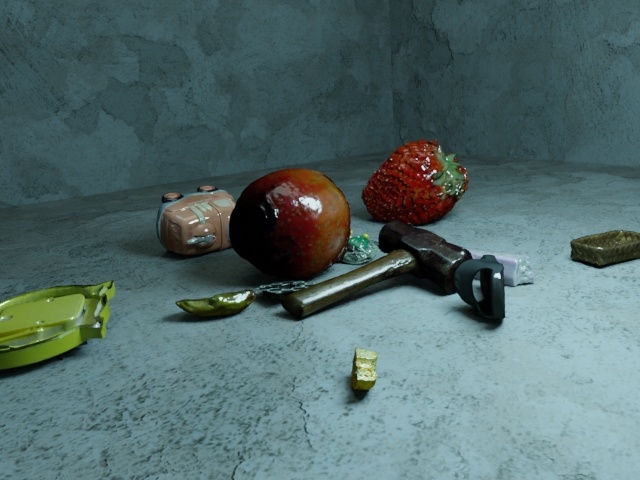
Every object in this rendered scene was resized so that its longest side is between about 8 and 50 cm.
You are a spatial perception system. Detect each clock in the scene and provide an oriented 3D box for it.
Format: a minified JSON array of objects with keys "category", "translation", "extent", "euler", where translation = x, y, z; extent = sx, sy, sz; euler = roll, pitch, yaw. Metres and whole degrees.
[{"category":"clock","translation":[-0.558,0.173,1.050],"extent":[0.293,0.071,0.277],"euler":[-7,20,-7]}]

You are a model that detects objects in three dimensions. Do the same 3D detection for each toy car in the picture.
[{"category":"toy car","translation":[-0.357,-0.048,1.631],"extent":[0.270,0.181,0.212],"euler":[-19,31,-40]}]

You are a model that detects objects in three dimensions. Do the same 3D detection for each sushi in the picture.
[{"category":"sushi","translation":[-0.073,0.116,1.206],"extent":[0.125,0.026,0.120],"euler":[-8,7,-37]}]

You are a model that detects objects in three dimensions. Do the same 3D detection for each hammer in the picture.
[{"category":"hammer","translation":[0.108,0.074,1.162],"extent":[0.408,0.096,0.242],"euler":[-19,31,-26]}]

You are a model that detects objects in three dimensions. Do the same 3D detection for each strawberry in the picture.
[{"category":"strawberry","translation":[0.311,-0.166,1.781],"extent":[0.351,0.268,0.311],"euler":[-29,-29,33]}]

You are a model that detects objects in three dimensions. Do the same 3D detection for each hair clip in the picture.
[{"category":"hair clip","translation":[0.001,-0.002,1.492],"extent":[0.321,0.091,0.138],"euler":[3,20,28]}]

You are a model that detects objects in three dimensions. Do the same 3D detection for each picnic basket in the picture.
[{"category":"picnic basket","translation":[0.709,0.018,1.289],"extent":[0.193,0.055,0.110],"euler":[-11,16,-21]}]

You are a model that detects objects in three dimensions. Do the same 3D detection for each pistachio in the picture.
[{"category":"pistachio","translation":[-0.220,0.138,1.126],"extent":[0.172,0.049,0.089],"euler":[-9,-7,-9]}]

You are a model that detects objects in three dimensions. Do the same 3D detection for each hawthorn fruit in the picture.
[{"category":"hawthorn fruit","translation":[-0.074,-0.041,1.311],"extent":[0.315,0.316,0.316],"euler":[-4,15,1]}]

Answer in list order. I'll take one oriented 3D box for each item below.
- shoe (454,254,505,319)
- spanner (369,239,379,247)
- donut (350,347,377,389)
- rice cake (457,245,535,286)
[{"category":"shoe","translation":[0.316,0.089,1.060],"extent":[0.092,0.108,0.241],"euler":[-2,9,14]},{"category":"spanner","translation":[0.194,0.016,1.504],"extent":[0.325,0.026,0.093],"euler":[7,20,41]},{"category":"donut","translation":[0.069,0.197,0.810],"extent":[0.037,0.067,0.083],"euler":[13,-18,0]},{"category":"rice cake","translation":[0.330,0.046,1.275],"extent":[0.364,0.073,0.056],"euler":[13,23,43]}]
